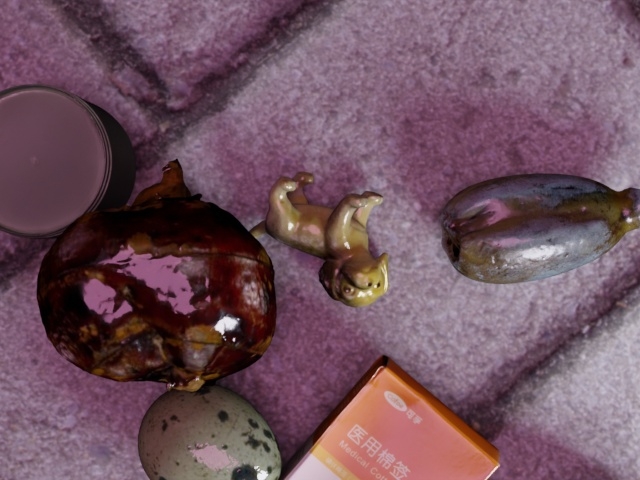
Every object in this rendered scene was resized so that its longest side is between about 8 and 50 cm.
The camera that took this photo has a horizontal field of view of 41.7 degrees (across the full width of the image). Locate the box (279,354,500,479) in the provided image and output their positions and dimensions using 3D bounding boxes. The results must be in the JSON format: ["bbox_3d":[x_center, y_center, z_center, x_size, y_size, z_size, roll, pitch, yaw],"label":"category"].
[{"bbox_3d":[0.071,0.367,1.259,0.225,0.143,0.341,41,93,1],"label":"box"}]

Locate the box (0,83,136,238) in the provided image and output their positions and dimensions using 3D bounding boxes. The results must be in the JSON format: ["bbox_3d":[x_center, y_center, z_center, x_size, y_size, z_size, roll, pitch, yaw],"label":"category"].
[{"bbox_3d":[-0.409,-0.115,1.271,0.226,0.149,0.226,0,90,3],"label":"box"}]

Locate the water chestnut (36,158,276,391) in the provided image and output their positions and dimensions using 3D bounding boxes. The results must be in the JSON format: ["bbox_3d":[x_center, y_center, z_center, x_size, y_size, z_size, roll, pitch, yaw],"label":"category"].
[{"bbox_3d":[-0.226,0.039,1.196,0.336,0.335,0.346,2,78,2],"label":"water chestnut"}]

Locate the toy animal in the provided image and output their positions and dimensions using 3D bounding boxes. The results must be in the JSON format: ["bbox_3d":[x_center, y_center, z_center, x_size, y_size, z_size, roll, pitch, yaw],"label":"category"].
[{"bbox_3d":[0.014,-0.008,1.275,0.233,0.121,0.168,29,105,6],"label":"toy animal"}]

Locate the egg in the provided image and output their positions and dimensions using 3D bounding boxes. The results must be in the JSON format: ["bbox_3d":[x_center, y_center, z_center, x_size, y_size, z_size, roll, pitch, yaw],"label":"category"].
[{"bbox_3d":[-0.161,0.306,1.243,0.228,0.177,0.176,20,91,23],"label":"egg"}]

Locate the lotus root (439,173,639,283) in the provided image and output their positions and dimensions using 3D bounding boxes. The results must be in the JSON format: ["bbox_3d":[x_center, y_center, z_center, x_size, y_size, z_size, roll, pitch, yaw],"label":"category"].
[{"bbox_3d":[0.340,-0.022,1.252,0.323,0.140,0.158,-8,66,-3],"label":"lotus root"}]
